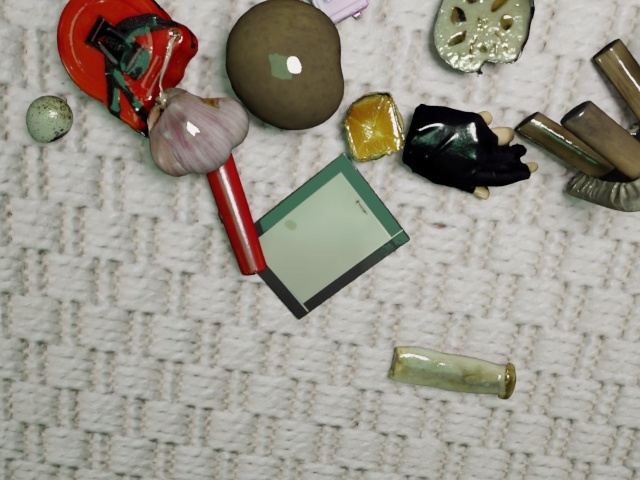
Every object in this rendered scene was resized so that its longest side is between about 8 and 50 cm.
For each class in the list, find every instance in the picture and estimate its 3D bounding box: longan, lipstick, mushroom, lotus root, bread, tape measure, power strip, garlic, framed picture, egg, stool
[{"bbox_3d":[-0.059,-0.338,0.883,0.249,0.248,0.247,0,105,0],"label":"longan"},{"bbox_3d":[-0.191,-0.056,1.024,0.073,0.073,0.279,-16,99,5],"label":"lipstick"},{"bbox_3d":[0.334,0.328,1.135,0.313,0.081,0.099,9,102,2],"label":"mushroom"},{"bbox_3d":[0.330,-0.434,0.929,0.184,0.078,0.203,20,97,9],"label":"lotus root"},{"bbox_3d":[0.113,-0.241,0.970,0.128,0.069,0.140,-17,95,18],"label":"bread"},{"bbox_3d":[-0.399,-0.378,0.925,0.261,0.114,0.253,33,102,-8],"label":"tape measure"},{"bbox_3d":[-0.002,-0.573,0.910,0.109,0.037,0.278,-26,104,6],"label":"power strip"},{"bbox_3d":[-0.266,-0.264,0.918,0.207,0.207,0.256,-13,104,4],"label":"garlic"},{"bbox_3d":[0.000,0.000,1.077,0.347,0.016,0.265,-38,101,10],"label":"framed picture"},{"bbox_3d":[-0.582,-0.258,0.973,0.085,0.085,0.110,32,106,-8],"label":"egg"},{"bbox_3d":[0.595,-0.239,0.865,0.310,0.310,0.226,-42,97,9],"label":"stool"}]

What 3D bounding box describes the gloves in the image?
[{"bbox_3d":[0.321,-0.181,0.971,0.302,0.152,0.197,0,131,-13],"label":"gloves"}]
